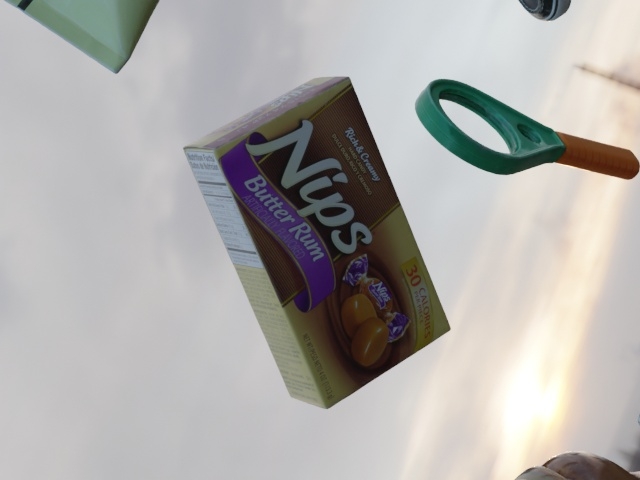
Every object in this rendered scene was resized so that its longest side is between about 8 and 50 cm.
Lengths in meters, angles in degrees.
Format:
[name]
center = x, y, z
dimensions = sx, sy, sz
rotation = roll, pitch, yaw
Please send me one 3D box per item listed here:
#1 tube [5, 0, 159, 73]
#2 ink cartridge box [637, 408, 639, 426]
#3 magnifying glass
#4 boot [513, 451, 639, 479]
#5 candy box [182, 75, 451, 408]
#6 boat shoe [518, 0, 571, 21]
[tube]
center = -0.056, -0.187, 0.648
dimensions = 0.240, 0.070, 0.062
rotation = -57, -45, -15
[ink cartridge box]
center = 0.322, 0.016, 0.914
dimensions = 0.273, 0.114, 0.197
rotation = -51, 0, 24
[magnifying glass]
center = 0.169, -0.079, 1.221
dimensions = 0.231, 0.092, 0.026
rotation = 12, -53, -39
[boot]
center = 0.158, 0.080, 0.558
dimensions = 0.152, 0.073, 0.197
rotation = -47, -39, -1
[candy box]
center = 0.000, 0.000, 0.997
dimensions = 0.109, 0.053, 0.186
rotation = -30, -71, -24
[boat shoe]
center = 0.169, -0.297, 1.475
dimensions = 0.070, 0.078, 0.219
rotation = -41, -63, -25
